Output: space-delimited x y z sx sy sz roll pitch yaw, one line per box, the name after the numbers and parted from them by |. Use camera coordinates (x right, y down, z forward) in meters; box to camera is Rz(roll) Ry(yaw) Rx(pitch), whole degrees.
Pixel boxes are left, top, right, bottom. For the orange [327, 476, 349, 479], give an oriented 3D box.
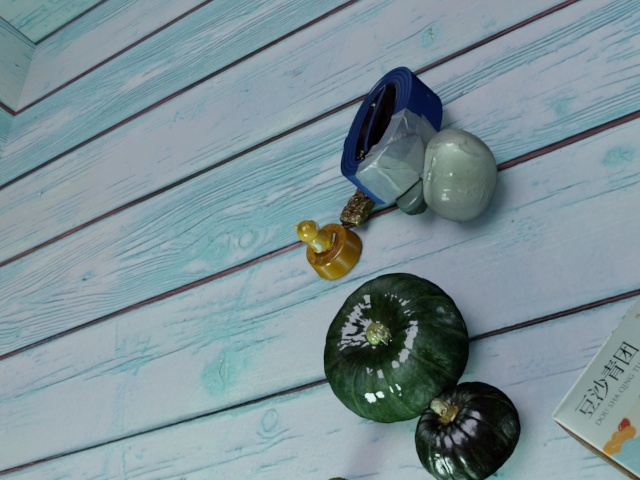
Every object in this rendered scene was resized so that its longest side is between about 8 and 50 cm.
0.028 0.501 1.789 0.085 0.085 0.095 12 72 46 | orange

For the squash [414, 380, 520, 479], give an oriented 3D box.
0.259 0.341 1.651 0.193 0.156 0.193 -13 36 10 | squash

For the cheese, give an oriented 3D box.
0.291 -0.135 1.947 0.154 0.198 0.189 9 103 10 | cheese

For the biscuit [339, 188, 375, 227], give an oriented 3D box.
0.116 -0.116 2.186 0.064 0.034 0.199 11 61 43 | biscuit

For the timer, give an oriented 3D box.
0.000 0.000 2.134 0.132 0.152 0.132 -23 47 28 | timer

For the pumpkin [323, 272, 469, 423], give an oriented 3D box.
0.139 0.208 1.813 0.300 0.207 0.300 -17 60 32 | pumpkin

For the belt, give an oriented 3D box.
0.165 -0.244 2.116 0.212 0.117 0.347 -27 33 41 | belt

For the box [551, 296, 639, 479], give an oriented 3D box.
0.612 0.248 1.418 0.344 0.122 0.385 -53 41 -3 | box

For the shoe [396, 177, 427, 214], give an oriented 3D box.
0.213 -0.097 2.074 0.079 0.078 0.195 -44 17 10 | shoe
